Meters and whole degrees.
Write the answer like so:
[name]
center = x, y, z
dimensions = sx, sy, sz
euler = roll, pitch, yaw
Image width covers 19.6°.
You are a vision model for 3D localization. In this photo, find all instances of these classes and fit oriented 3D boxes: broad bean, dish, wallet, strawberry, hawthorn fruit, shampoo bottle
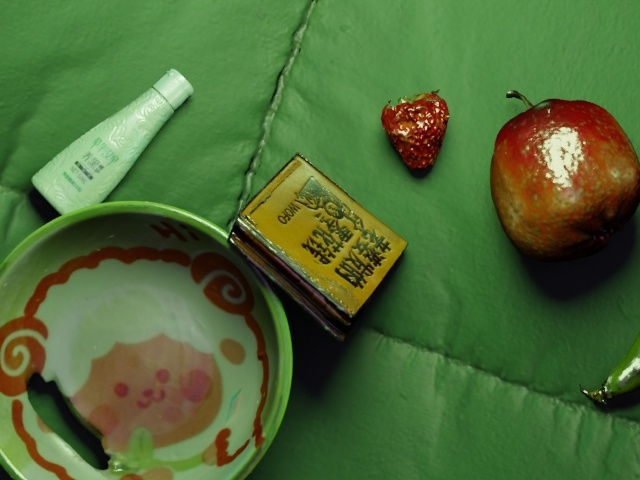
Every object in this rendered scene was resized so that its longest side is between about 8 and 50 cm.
[broad bean]
center = 0.351, 0.075, 1.934
dimensions = 0.069, 0.039, 0.227
euler = 28, 86, 5
[dish]
center = -0.184, 0.124, 1.871
dimensions = 0.324, 0.124, 0.324
euler = 0, 88, 5
[wallet]
center = 0.002, -0.001, 1.859
dimensions = 0.161, 0.195, 0.042
euler = 43, 123, -1
[strawberry]
center = 0.103, -0.114, 1.924
dimensions = 0.073, 0.073, 0.083
euler = -19, 101, -3
[hawthorn fruit]
center = 0.240, -0.078, 1.892
dimensions = 0.157, 0.157, 0.194
euler = -24, 69, -4
[shampoo bottle]
center = -0.210, -0.102, 1.921
dimensions = 0.190, 0.041, 0.069
euler = -43, 83, -5
